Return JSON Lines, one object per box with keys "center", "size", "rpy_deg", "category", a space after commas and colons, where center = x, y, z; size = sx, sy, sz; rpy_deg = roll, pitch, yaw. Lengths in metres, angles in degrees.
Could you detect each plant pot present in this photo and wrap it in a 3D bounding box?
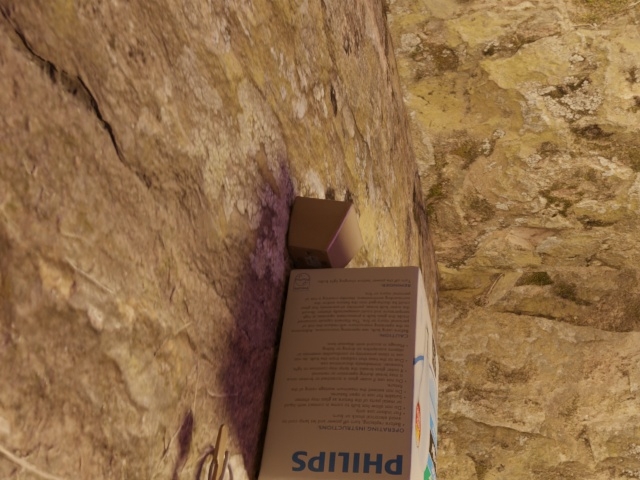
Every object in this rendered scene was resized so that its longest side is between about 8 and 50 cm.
{"center": [0.000, 0.000, 1.269], "size": [0.109, 0.109, 0.096], "rpy_deg": [72, 35, -47], "category": "plant pot"}

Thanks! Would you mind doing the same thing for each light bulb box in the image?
{"center": [0.071, 0.288, 1.239], "size": [0.358, 0.225, 0.361], "rpy_deg": [69, 23, -52], "category": "light bulb box"}

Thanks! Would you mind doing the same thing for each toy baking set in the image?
{"center": [-0.130, 0.354, 0.853], "size": [0.197, 0.030, 0.256], "rpy_deg": [-72, 162, -67], "category": "toy baking set"}
